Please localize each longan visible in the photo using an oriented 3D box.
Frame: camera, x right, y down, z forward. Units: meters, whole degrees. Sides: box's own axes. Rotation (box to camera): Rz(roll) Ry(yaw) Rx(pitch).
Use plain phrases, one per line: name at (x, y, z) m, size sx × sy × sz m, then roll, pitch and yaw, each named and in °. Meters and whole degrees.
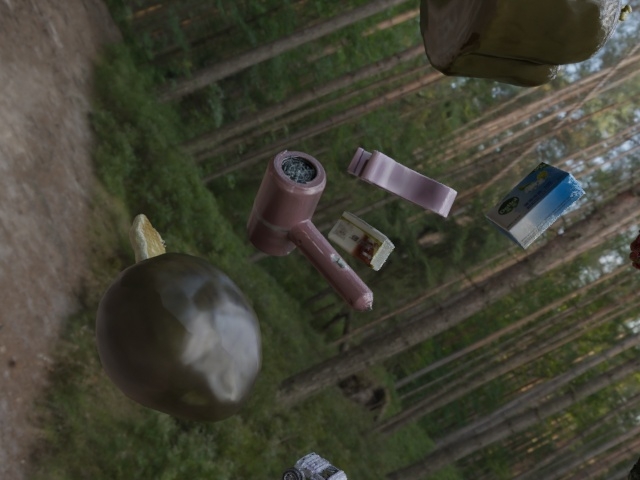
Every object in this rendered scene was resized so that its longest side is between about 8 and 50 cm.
longan at (-0.311, 0.217, 1.530) m, size 0.404 × 0.336 × 0.404 m, roll 55°, pitch 7°, yaw -10°

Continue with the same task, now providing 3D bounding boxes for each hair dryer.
hair dryer at (0.000, 0.000, 1.393) m, size 0.352 × 0.125 × 0.210 m, roll 47°, pitch -40°, yaw 19°

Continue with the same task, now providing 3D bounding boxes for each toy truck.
toy truck at (-0.022, 0.507, 1.238) m, size 0.116 × 0.216 × 0.110 m, roll 20°, pitch 4°, yaw 24°

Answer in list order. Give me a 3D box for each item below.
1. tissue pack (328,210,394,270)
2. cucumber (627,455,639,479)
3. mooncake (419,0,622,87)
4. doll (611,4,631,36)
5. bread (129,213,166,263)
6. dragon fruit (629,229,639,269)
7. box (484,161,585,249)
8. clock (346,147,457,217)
tissue pack at (0.113, 0.003, 1.904) m, size 0.149 × 0.099 × 0.106 m, roll 34°, pitch -2°, yaw 23°
cucumber at (0.447, 0.432, 0.931) m, size 0.072 × 0.072 × 0.300 m, roll 78°, pitch 29°, yaw -49°
mooncake at (0.358, -0.519, 1.244) m, size 0.467 × 0.262 × 0.467 m, roll -178°, pitch -90°, yaw -78°
doll at (0.668, -0.556, 1.798) m, size 0.291 × 0.117 × 0.086 m, roll -3°, pitch -48°, yaw 46°
bread at (-0.446, 0.078, 1.874) m, size 0.316 × 0.054 × 0.316 m, roll 158°, pitch -90°, yaw -88°
dragon fruit at (0.675, 0.007, 1.397) m, size 0.068 × 0.126 × 0.112 m, roll 39°, pitch -39°, yaw 17°
box at (0.509, -0.086, 1.634) m, size 0.073 × 0.194 × 0.139 m, roll 44°, pitch 5°, yaw -20°
clock at (0.209, -0.163, 1.834) m, size 0.275 × 0.080 × 0.290 m, roll 28°, pitch 6°, yaw 32°
